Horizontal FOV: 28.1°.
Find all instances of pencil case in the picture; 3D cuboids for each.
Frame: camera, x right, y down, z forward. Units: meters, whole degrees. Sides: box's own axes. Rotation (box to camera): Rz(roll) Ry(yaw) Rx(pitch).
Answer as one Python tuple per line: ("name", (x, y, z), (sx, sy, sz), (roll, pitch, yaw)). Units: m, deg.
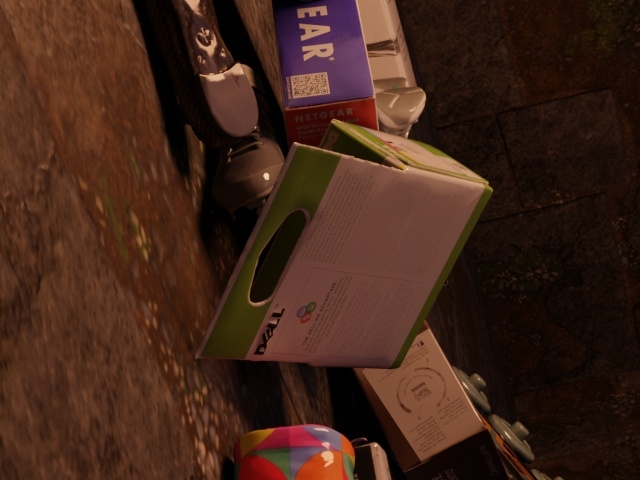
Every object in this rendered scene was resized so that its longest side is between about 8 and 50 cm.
("pencil case", (-0.011, 0.246, 0.920), (0.104, 0.105, 0.236), (63, 18, -51))

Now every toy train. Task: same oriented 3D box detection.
("toy train", (0.172, 0.257, 1.524), (0.334, 0.142, 0.190), (52, 8, 35))

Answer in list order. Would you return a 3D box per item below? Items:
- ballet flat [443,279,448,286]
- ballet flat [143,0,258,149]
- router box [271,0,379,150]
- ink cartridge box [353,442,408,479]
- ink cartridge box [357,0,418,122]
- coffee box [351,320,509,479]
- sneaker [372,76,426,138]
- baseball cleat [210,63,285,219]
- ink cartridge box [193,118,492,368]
("ballet flat", (0.194, 0.042, 2.353), (0.173, 0.049, 0.057), (58, 20, -59))
("ballet flat", (-0.117, -0.193, 1.041), (0.084, 0.058, 0.249), (-21, 93, -44))
("router box", (0.009, -0.120, 1.299), (0.335, 0.082, 0.301), (-97, 179, -48))
("ink cartridge box", (0.093, 0.352, 1.408), (0.371, 0.069, 0.175), (51, 27, -62))
("ink cartridge box", (0.063, -0.309, 1.927), (0.197, 0.114, 0.272), (-70, 144, -73))
("coffee box", (0.100, 0.160, 1.407), (0.246, 0.098, 0.141), (62, 1, 38))
("sneaker", (0.077, -0.126, 1.288), (0.152, 0.054, 0.061), (-99, -176, -75))
("baseball cleat", (-0.074, -0.092, 1.118), (0.206, 0.072, 0.109), (-101, 168, -73))
("ink cartridge box", (0.000, 0.000, 1.042), (0.255, 0.188, 0.097), (9, 22, -49))
